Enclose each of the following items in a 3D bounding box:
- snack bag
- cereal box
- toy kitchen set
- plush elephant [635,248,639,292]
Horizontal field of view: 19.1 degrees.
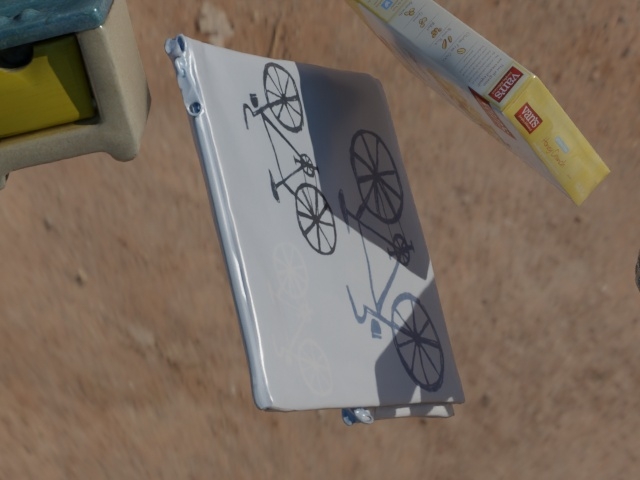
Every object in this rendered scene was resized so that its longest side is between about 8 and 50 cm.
[{"bbox_3d":[0.000,0.000,1.594,0.037,0.342,0.323,-19,78,29],"label":"snack bag"},{"bbox_3d":[0.124,-0.140,1.600,0.047,0.173,0.240,-47,51,1],"label":"cereal box"},{"bbox_3d":[-0.163,-0.028,0.655,0.166,0.122,0.207,-11,34,14],"label":"toy kitchen set"},{"bbox_3d":[0.400,0.020,1.535,0.272,0.330,0.255,-36,99,1],"label":"plush elephant"}]
